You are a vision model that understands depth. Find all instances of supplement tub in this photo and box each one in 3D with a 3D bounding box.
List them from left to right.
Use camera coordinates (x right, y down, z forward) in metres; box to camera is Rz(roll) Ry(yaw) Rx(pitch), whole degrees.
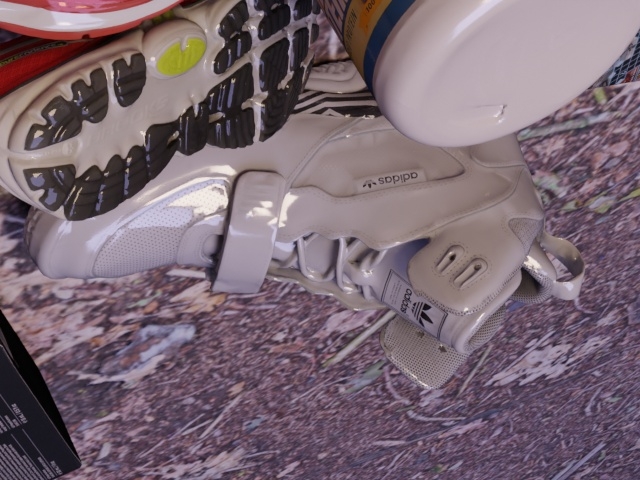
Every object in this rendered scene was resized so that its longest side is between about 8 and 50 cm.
[{"bbox_3d":[0.056,-0.162,0.680,0.144,0.199,0.144,-22,153,-12],"label":"supplement tub"}]

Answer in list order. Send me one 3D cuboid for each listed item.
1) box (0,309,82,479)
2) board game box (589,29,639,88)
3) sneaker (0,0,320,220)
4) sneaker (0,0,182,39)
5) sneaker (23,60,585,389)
[{"bbox_3d":[-0.298,0.124,0.978,0.184,0.103,0.261,-26,155,-10],"label":"box"},{"bbox_3d":[0.238,-0.202,0.969,0.165,0.042,0.243,-11,150,-31],"label":"board game box"},{"bbox_3d":[-0.100,-0.106,0.758,0.279,0.118,0.107,-29,136,-50],"label":"sneaker"},{"bbox_3d":[-0.136,-0.163,0.625,0.221,0.087,0.128,-15,153,-28],"label":"sneaker"},{"bbox_3d":[0.000,0.000,0.914,0.366,0.210,0.137,-17,152,-21],"label":"sneaker"}]
